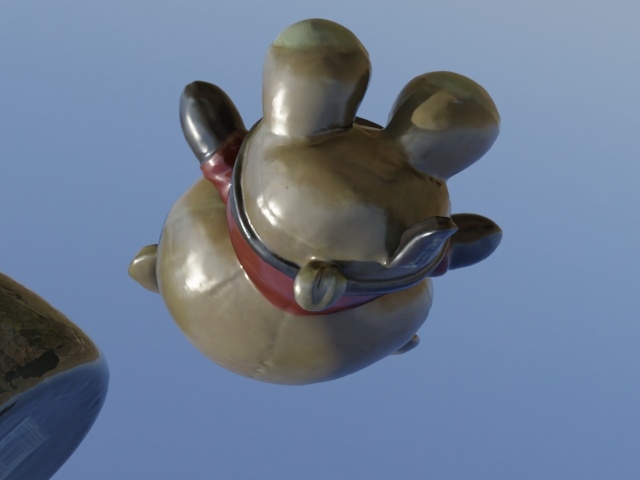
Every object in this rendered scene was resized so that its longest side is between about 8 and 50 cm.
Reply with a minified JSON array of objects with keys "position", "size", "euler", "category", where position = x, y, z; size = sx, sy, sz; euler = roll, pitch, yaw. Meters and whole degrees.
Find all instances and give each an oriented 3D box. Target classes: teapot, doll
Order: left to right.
[{"position":[-0.352,0.083,1.336],"size":[0.285,0.223,0.305],"euler":[43,-161,18],"category":"teapot"},{"position":[0.000,0.000,1.156],"size":[0.235,0.174,0.330],"euler":[16,154,-8],"category":"doll"}]
